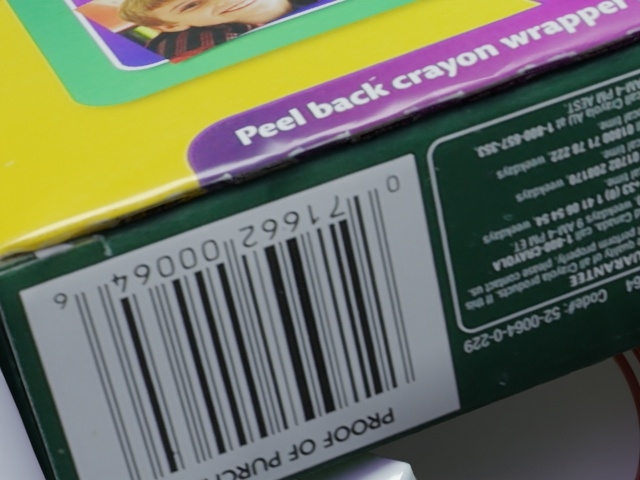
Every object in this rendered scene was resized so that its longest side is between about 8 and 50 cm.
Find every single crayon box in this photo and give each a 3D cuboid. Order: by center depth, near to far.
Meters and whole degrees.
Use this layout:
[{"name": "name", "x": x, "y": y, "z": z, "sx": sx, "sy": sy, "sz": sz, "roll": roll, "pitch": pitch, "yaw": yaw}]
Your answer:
[{"name": "crayon box", "x": 0.040, "y": -0.078, "z": 0.597, "sx": 0.363, "sy": 0.106, "sz": 0.313, "roll": -19, "pitch": 30, "yaw": -13}]

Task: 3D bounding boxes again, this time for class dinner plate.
[{"name": "dinner plate", "x": 0.061, "y": 0.070, "z": 0.613, "sx": 0.141, "sy": 0.017, "sz": 0.141, "roll": -2, "pitch": 78, "yaw": 11}]

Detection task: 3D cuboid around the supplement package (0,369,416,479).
[{"name": "supplement package", "x": -0.090, "y": 0.185, "z": 0.520, "sx": 0.204, "sy": 0.145, "sz": 0.262, "roll": 12, "pitch": 59, "yaw": 33}]
